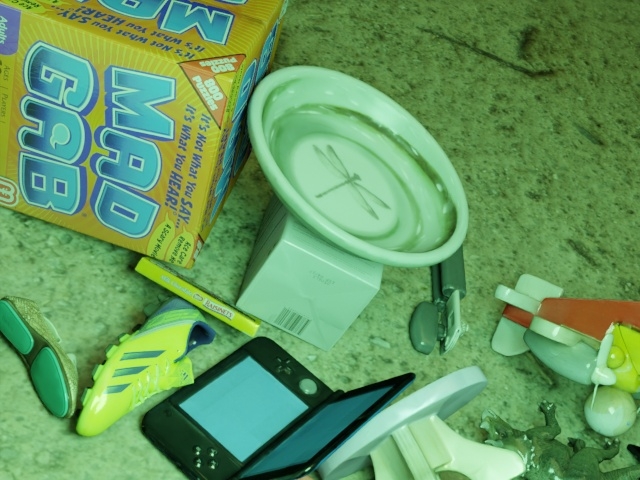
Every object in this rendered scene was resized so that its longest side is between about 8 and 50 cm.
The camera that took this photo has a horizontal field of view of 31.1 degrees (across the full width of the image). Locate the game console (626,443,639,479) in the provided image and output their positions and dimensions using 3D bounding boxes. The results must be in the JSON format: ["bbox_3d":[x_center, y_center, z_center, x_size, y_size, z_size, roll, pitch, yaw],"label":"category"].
[{"bbox_3d":[0.582,0.413,1.968,0.122,0.071,0.107,20,10,-14],"label":"game console"}]

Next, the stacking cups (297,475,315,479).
[{"bbox_3d":[0.059,0.405,1.520,0.316,0.096,0.096,33,36,28],"label":"stacking cups"}]

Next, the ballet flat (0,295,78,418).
[{"bbox_3d":[-0.376,0.155,1.591,0.067,0.073,0.206,-5,53,-53],"label":"ballet flat"}]

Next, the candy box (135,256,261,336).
[{"bbox_3d":[-0.185,0.085,1.771,0.205,0.027,0.105,30,-3,-1],"label":"candy box"}]

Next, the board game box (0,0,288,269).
[{"bbox_3d":[-0.285,-0.243,1.793,0.356,0.356,0.356,19,38,2],"label":"board game box"}]

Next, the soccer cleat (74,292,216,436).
[{"bbox_3d":[-0.241,0.182,1.625,0.121,0.093,0.289,34,38,2],"label":"soccer cleat"}]

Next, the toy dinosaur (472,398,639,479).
[{"bbox_3d":[0.382,0.358,1.822,0.313,0.121,0.160,29,46,6],"label":"toy dinosaur"}]

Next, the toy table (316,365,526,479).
[{"bbox_3d":[0.146,0.316,1.627,0.161,0.274,0.252,60,13,21],"label":"toy table"}]

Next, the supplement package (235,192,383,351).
[{"bbox_3d":[0.000,0.000,1.901,0.177,0.175,0.293,27,39,-10],"label":"supplement package"}]

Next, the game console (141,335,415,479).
[{"bbox_3d":[-0.057,0.224,1.622,0.250,0.173,0.293,39,39,16],"label":"game console"}]

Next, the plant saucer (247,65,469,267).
[{"bbox_3d":[0.045,-0.098,1.804,0.400,0.100,0.401,23,40,-21],"label":"plant saucer"}]

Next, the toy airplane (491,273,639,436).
[{"bbox_3d":[0.465,0.190,1.935,0.385,0.384,0.273,7,81,-15],"label":"toy airplane"}]

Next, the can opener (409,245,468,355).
[{"bbox_3d":[0.214,0.087,2.030,0.093,0.074,0.280,22,40,-10],"label":"can opener"}]
